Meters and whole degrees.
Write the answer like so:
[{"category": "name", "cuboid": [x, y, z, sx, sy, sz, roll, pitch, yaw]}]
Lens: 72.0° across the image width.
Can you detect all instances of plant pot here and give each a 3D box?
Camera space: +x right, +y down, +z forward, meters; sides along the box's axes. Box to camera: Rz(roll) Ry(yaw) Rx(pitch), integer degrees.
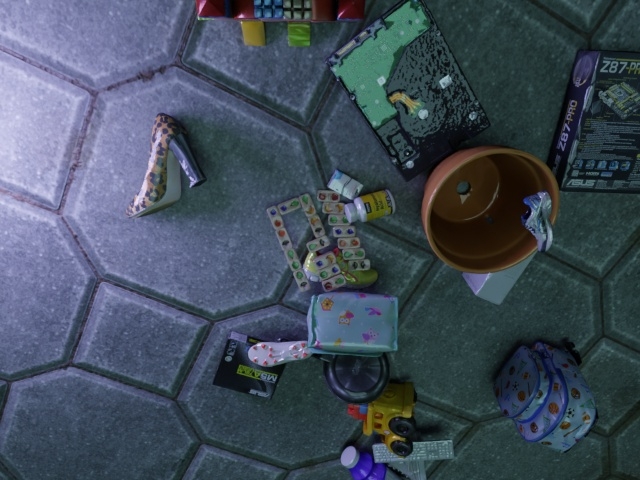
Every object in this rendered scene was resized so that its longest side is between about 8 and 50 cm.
[{"category": "plant pot", "cuboid": [0.368, -0.096, 1.037, 0.290, 0.203, 0.291, -1, 115, -1]}]

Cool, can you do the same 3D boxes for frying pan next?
[{"category": "frying pan", "cuboid": [0.057, 0.326, 1.275, 0.326, 0.053, 0.197, 41, 74, 12]}]

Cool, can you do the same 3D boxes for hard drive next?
[{"category": "hard drive", "cuboid": [0.200, -0.333, 0.997, 0.236, 0.064, 0.339, -35, 112, 13]}]

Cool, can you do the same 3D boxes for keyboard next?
[{"category": "keyboard", "cuboid": [0.300, 0.685, 1.428, 0.255, 0.014, 0.072, -8, 101, 9]}]

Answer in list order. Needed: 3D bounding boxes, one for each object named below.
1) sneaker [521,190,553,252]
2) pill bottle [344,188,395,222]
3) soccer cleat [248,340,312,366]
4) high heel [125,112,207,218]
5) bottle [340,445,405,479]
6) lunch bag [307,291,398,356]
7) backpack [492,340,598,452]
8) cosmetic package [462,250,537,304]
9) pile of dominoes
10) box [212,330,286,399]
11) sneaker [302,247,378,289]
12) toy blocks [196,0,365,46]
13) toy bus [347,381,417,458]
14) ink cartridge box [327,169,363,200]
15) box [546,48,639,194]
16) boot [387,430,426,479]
[{"category": "sneaker", "cuboid": [0.456, -0.037, 0.936, 0.058, 0.052, 0.135, -9, 108, 13]}, {"category": "pill bottle", "cuboid": [0.122, -0.082, 1.099, 0.116, 0.065, 0.065, -17, 115, -7]}, {"category": "soccer cleat", "cuboid": [-0.107, 0.317, 1.246, 0.196, 0.076, 0.068, -9, 78, 16]}, {"category": "high heel", "cuboid": [-0.405, -0.172, 1.056, 0.261, 0.093, 0.186, -26, 91, 23]}, {"category": "bottle", "cuboid": [0.184, 0.804, 1.503, 0.283, 0.092, 0.118, 45, 138, -19]}, {"category": "lunch bag", "cuboid": [0.075, 0.222, 1.162, 0.223, 0.262, 0.160, 3, 77, -3]}, {"category": "backpack", "cuboid": [0.647, 0.452, 1.272, 0.213, 0.263, 0.277, 14, 115, -9]}, {"category": "cosmetic package", "cuboid": [0.477, 0.038, 1.153, 0.085, 0.117, 0.231, 22, 111, -12]}, {"category": "pile of dominoes", "cuboid": [0.000, 0.000, 1.109, 0.195, 0.040, 0.251, -23, 96, -2]}, {"category": "box", "cuboid": [-0.208, 0.378, 1.322, 0.190, 0.045, 0.184, 19, 110, -10]}, {"category": "sneaker", "cuboid": [0.057, 0.069, 1.171, 0.208, 0.081, 0.094, 8, 108, -8]}, {"category": "toy blocks", "cuboid": [-0.065, -0.461, 0.817, 0.381, 0.261, 0.191, 0, 115, -3]}, {"category": "toy bus", "cuboid": [0.191, 0.551, 1.376, 0.211, 0.149, 0.221, 3, 118, 10]}, {"category": "ink cartridge box", "cuboid": [0.065, -0.135, 1.097, 0.083, 0.028, 0.048, 27, 98, -14]}, {"category": "box", "cuboid": [0.768, -0.267, 1.034, 0.394, 0.097, 0.319, 1, 117, -3]}, {"category": "boot", "cuboid": [0.292, 0.762, 1.507, 0.123, 0.095, 0.259, -7, 107, 8]}]
